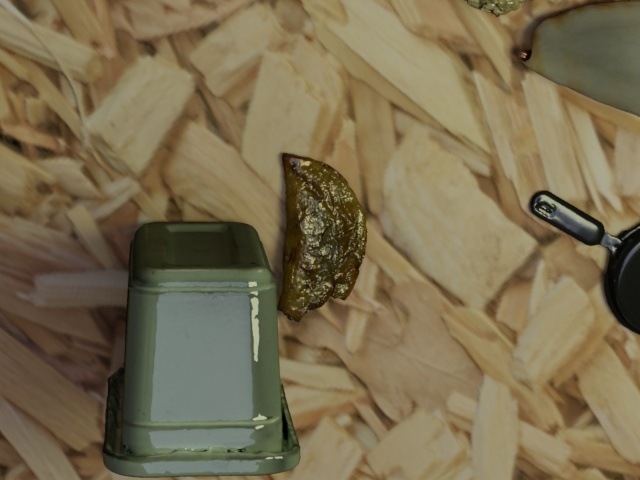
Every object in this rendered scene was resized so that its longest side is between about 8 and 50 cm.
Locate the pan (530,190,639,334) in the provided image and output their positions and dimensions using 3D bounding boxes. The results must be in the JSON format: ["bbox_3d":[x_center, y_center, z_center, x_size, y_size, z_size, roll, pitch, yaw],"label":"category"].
[{"bbox_3d":[0.312,0.017,1.960,0.235,0.028,0.136,28,104,-13],"label":"pan"}]

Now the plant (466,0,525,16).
[{"bbox_3d":[0.173,-0.279,1.818,0.116,0.104,0.122,-25,85,-19],"label":"plant"}]

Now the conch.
[{"bbox_3d":[0.286,-0.178,1.879,0.176,0.094,0.104,16,123,17],"label":"conch"}]

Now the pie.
[{"bbox_3d":[0.000,0.000,1.926,0.092,0.034,0.170,5,102,-5],"label":"pie"}]

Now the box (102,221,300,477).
[{"bbox_3d":[-0.112,0.091,1.812,0.175,0.312,0.183,1,100,-5],"label":"box"}]
